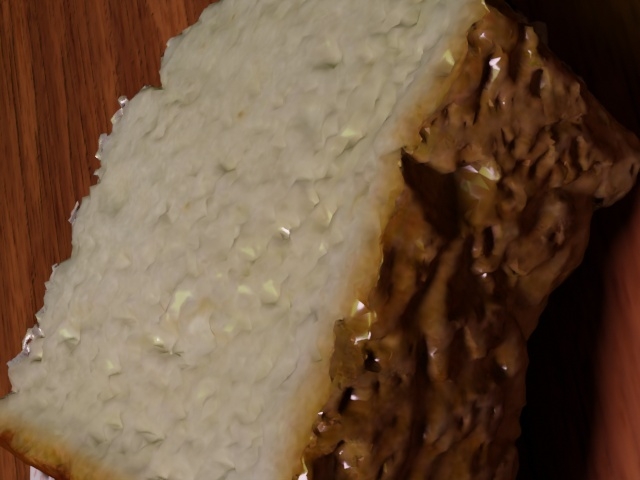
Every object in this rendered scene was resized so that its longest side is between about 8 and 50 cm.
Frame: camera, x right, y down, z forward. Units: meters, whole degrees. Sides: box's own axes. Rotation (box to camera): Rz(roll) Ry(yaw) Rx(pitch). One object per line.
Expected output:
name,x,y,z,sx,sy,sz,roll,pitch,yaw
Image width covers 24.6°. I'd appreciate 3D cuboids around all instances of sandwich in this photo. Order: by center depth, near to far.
sandwich,0.000,0.000,0.677,0.262,0.131,0.325,11,78,54

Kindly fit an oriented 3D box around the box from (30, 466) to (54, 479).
box,-0.120,0.145,0.963,0.199,0.081,0.135,-15,74,53
